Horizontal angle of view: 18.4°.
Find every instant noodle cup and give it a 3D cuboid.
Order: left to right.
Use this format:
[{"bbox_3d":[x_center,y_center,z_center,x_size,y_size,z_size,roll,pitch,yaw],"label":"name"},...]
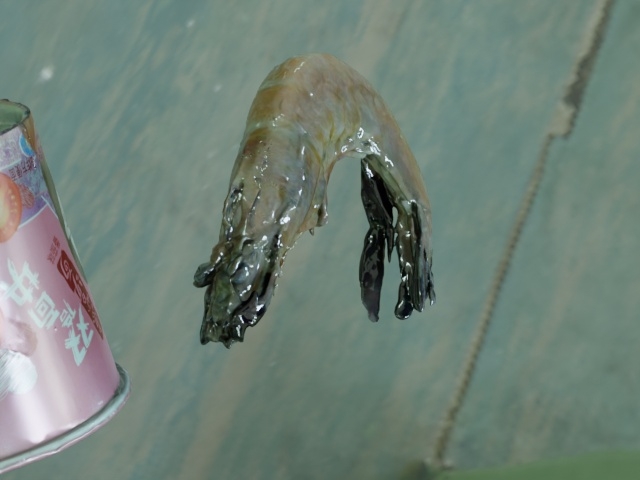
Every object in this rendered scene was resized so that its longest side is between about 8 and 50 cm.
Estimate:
[{"bbox_3d":[-0.277,0.031,1.448,0.243,0.243,0.231,-20,110,-27],"label":"instant noodle cup"}]

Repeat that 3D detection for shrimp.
[{"bbox_3d":[0.000,0.000,1.052,0.152,0.046,0.219,51,41,-25],"label":"shrimp"}]
